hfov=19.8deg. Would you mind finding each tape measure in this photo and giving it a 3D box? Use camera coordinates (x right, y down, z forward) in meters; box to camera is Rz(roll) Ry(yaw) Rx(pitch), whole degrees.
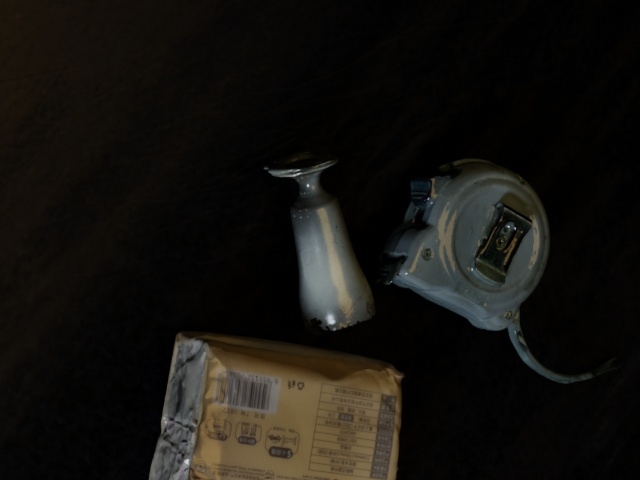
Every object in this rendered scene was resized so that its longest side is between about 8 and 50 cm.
[{"bbox_3d":[0.208,0.037,1.751,0.330,0.084,0.164,25,86,-30],"label":"tape measure"}]

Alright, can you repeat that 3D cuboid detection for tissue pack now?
[{"bbox_3d":[-0.036,0.183,1.613,0.222,0.090,0.186,10,88,-33],"label":"tissue pack"}]

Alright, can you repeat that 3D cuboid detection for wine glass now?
[{"bbox_3d":[0.000,0.000,1.628,0.072,0.072,0.155,-21,106,-28],"label":"wine glass"}]
